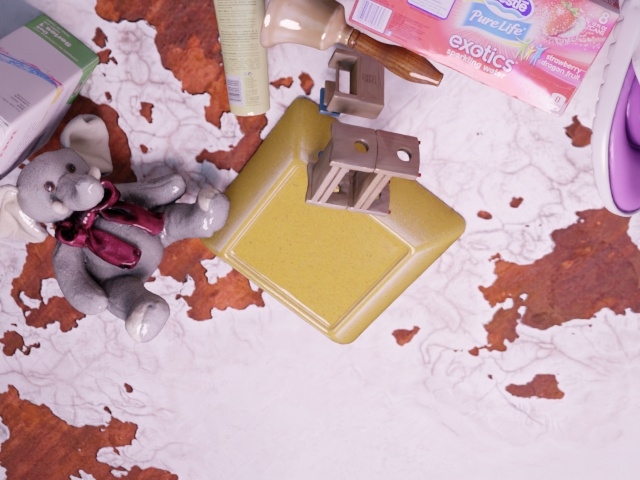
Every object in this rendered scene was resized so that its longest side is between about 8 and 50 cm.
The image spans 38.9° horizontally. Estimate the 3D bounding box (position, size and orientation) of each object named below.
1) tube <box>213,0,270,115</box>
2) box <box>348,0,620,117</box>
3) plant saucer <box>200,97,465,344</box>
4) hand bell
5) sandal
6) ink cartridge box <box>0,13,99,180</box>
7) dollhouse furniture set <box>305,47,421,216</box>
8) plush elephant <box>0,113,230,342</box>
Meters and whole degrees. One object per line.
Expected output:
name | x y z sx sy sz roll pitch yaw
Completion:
tube | -0.111 -0.302 1.304 0.070 0.062 0.240 -17 117 -24
box | 0.208 -0.304 1.153 0.300 0.142 0.154 24 124 1
plant saucer | 0.000 0.000 1.433 0.333 0.081 0.333 37 123 -7
hand bell | 0.054 -0.268 1.215 0.242 0.126 0.126 26 124 7
sandal | 0.430 -0.205 1.124 0.102 0.169 0.416 31 132 43
ink cartridge box | -0.473 -0.188 1.339 0.117 0.278 0.201 39 122 -9
dollhouse furniture set | 0.061 -0.151 1.295 0.129 0.183 0.129 9 154 -14
plush elephant | -0.350 -0.043 1.391 0.330 0.272 0.255 13 152 41
